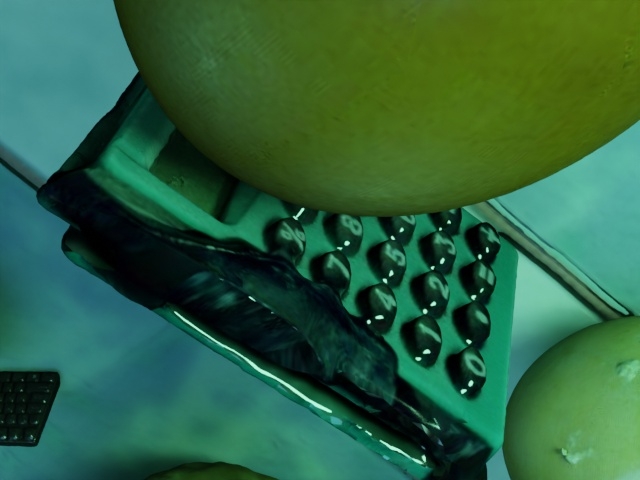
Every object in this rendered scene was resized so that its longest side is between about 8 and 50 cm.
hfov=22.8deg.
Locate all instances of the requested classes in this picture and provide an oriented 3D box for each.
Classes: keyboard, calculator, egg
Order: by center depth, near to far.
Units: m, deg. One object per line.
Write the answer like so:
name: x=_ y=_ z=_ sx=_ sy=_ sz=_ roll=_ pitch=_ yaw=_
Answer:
egg: x=0.051 y=-0.160 z=0.712 sx=0.282 sy=0.282 sz=0.351 roll=37 pitch=136 yaw=-10
calculator: x=0.000 y=0.000 z=0.856 sx=0.274 sy=0.248 sz=0.058 roll=35 pitch=117 yaw=-8
egg: x=0.208 y=0.124 z=0.937 sx=0.201 sy=0.164 sz=0.164 roll=8 pitch=125 yaw=5
keyboard: x=-0.286 y=0.117 z=1.125 sx=0.204 sy=0.061 sz=0.013 roll=0 pitch=138 yaw=15

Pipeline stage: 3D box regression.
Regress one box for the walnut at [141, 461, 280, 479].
walnut: x=-0.109 y=0.289 z=1.061 sx=0.253 sy=0.277 sz=0.282 roll=26 pitch=114 yaw=7
